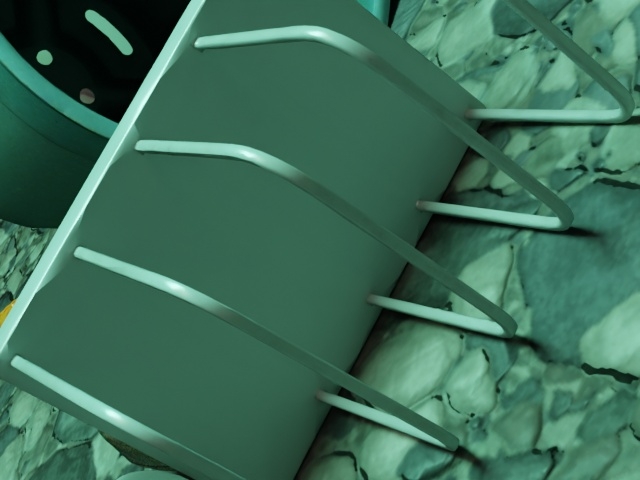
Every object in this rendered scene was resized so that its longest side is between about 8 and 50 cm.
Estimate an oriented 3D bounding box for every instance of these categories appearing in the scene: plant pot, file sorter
[{"bbox_3d":[-0.172,-0.172,1.049,0.334,0.341,0.341,-30,35,58],"label":"plant pot"},{"bbox_3d":[0.000,0.000,0.669,0.173,0.193,0.278,12,71,60],"label":"file sorter"}]

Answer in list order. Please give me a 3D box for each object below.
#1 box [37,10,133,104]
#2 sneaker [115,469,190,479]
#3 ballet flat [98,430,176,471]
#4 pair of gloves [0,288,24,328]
[{"bbox_3d":[-0.297,-0.215,1.511,0.232,0.127,0.149,-30,36,44],"label":"box"},{"bbox_3d":[-0.082,0.270,0.626,0.147,0.104,0.296,-61,29,33],"label":"sneaker"},{"bbox_3d":[-0.046,0.003,0.826,0.107,0.106,0.316,25,86,32],"label":"ballet flat"},{"bbox_3d":[-0.324,0.094,1.339,0.074,0.010,0.083,-46,28,21],"label":"pair of gloves"}]
